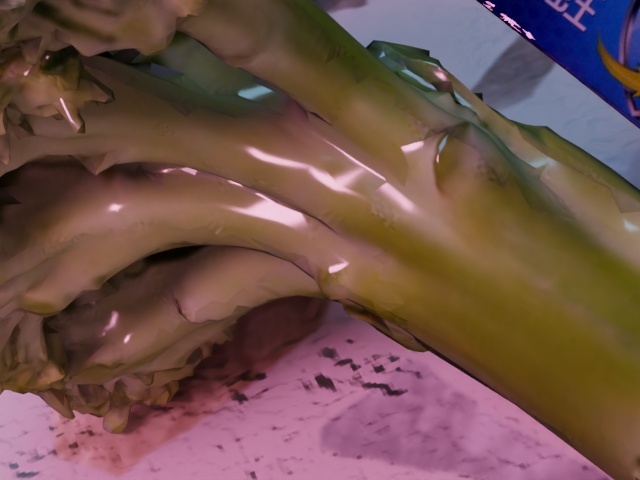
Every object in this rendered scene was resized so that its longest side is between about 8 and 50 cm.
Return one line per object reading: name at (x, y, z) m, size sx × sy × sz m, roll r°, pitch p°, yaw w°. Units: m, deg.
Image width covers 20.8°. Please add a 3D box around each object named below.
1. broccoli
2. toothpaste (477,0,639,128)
broccoli at (-0.007, -0.011, 0.641) m, size 0.275 × 0.397 × 0.353 m, roll -63°, pitch 17°, yaw 11°
toothpaste at (0.164, -0.040, 0.551) m, size 0.320 × 0.076 × 0.066 m, roll 41°, pitch 26°, yaw 12°
